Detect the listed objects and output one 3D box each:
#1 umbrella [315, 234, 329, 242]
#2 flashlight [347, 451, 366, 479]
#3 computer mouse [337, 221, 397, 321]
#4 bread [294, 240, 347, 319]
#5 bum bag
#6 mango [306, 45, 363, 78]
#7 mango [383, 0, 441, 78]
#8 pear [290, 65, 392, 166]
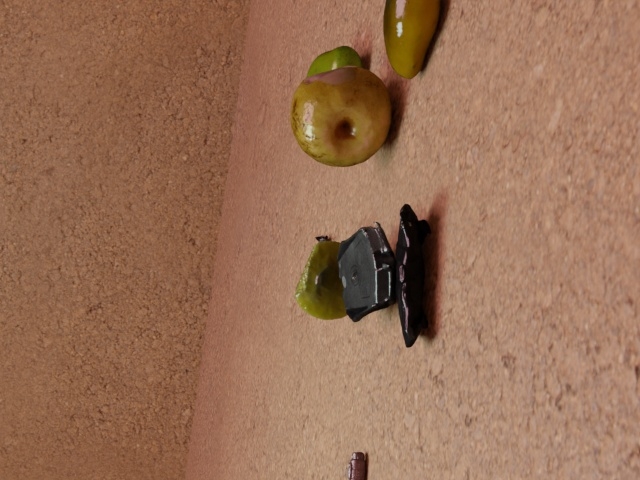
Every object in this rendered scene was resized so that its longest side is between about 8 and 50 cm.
[{"bbox_3d":[0.004,-0.002,1.901,0.022,0.022,0.149,61,179,-8],"label":"umbrella"},{"bbox_3d":[0.052,0.378,1.489,0.052,0.031,0.110,142,133,-71],"label":"flashlight"},{"bbox_3d":[0.082,0.048,1.441,0.231,0.071,0.126,130,133,-71],"label":"computer mouse"},{"bbox_3d":[0.017,0.066,1.620,0.129,0.111,0.114,-62,10,-1],"label":"bread"},{"bbox_3d":[0.126,0.047,1.322,0.087,0.049,0.197,68,-158,-78],"label":"bum bag"},{"bbox_3d":[0.025,-0.292,1.798,0.163,0.089,0.117,179,97,-75],"label":"mango"},{"bbox_3d":[0.131,-0.314,1.424,0.103,0.076,0.161,-114,24,-52],"label":"mango"},{"bbox_3d":[0.032,-0.206,1.575,0.178,0.178,0.178,-173,90,-76],"label":"pear"}]
